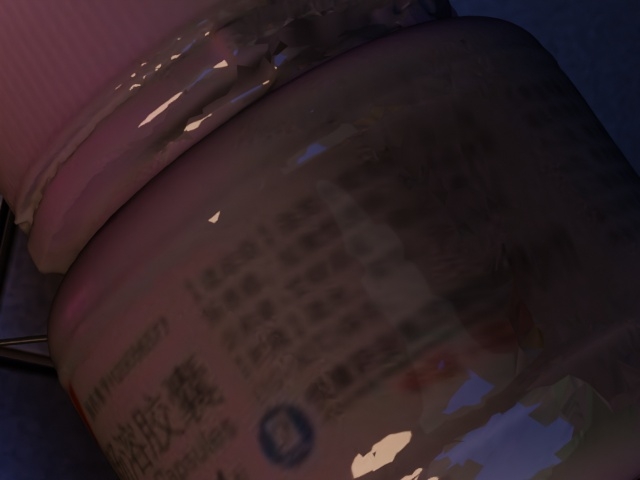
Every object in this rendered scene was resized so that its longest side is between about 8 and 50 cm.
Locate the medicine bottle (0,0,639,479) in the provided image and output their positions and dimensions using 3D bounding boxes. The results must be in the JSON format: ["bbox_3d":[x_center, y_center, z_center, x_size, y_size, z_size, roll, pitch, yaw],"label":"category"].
[{"bbox_3d":[0.000,0.000,0.732,0.241,0.241,0.302,-30,77,-17],"label":"medicine bottle"}]

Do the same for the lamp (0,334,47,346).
[{"bbox_3d":[-0.165,0.046,0.796,0.121,0.054,0.041,-5,90,-18],"label":"lamp"}]
